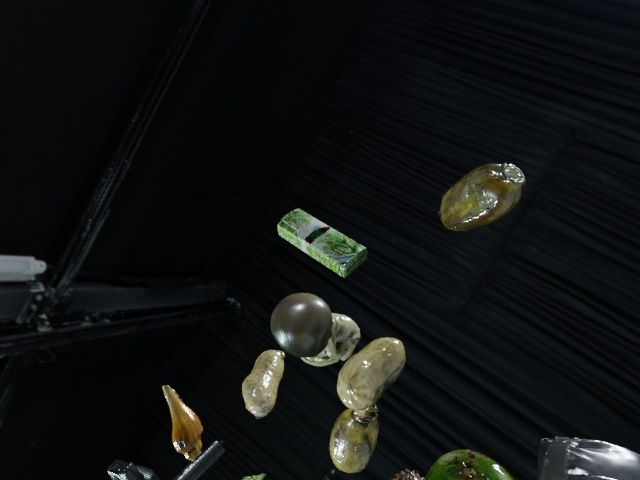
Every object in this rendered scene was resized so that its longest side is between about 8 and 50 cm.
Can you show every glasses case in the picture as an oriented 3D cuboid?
[{"bbox_3d":[0.000,0.000,1.206,0.095,0.272,0.062,-36,-41,-31],"label":"glasses case"}]

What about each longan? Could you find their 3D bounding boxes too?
[{"bbox_3d":[-0.060,0.269,1.345,0.197,0.197,0.220,-38,-39,-38],"label":"longan"}]

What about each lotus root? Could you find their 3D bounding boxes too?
[{"bbox_3d":[0.110,0.603,1.328,0.154,0.154,0.277,-25,-46,-52],"label":"lotus root"},{"bbox_3d":[0.470,-0.121,1.225,0.152,0.159,0.275,6,-23,-21],"label":"lotus root"}]

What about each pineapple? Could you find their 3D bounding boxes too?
[{"bbox_3d":[0.302,0.860,1.429,0.166,0.167,0.192,-32,-60,-45],"label":"pineapple"}]

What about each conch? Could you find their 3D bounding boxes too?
[{"bbox_3d":[-0.509,0.687,1.558,0.110,0.329,0.093,-22,6,11],"label":"conch"}]

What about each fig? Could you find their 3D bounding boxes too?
[{"bbox_3d":[0.312,0.546,0.819,0.203,0.203,0.235,-47,-57,-23],"label":"fig"}]

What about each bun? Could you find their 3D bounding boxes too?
[{"bbox_3d":[0.032,0.366,1.528,0.237,0.116,0.209,-32,-64,-5],"label":"bun"}]

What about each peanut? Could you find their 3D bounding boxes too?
[{"bbox_3d":[-0.150,0.371,1.126,0.214,0.100,0.099,-68,-6,-54],"label":"peanut"},{"bbox_3d":[0.136,0.345,1.127,0.224,0.129,0.129,-40,-28,-27],"label":"peanut"}]

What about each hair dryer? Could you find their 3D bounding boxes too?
[{"bbox_3d":[-0.421,0.656,1.210,0.303,0.116,0.244,-37,-73,-36],"label":"hair dryer"}]

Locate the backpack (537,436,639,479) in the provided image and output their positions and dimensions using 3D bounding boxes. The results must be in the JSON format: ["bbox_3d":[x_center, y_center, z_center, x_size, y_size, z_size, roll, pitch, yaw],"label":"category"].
[{"bbox_3d":[0.656,0.665,0.979,0.445,0.364,0.254,-56,-22,-45],"label":"backpack"}]

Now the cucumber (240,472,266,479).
[{"bbox_3d":[-0.231,0.756,1.193,0.220,0.071,0.046,-53,-31,-56],"label":"cucumber"}]
